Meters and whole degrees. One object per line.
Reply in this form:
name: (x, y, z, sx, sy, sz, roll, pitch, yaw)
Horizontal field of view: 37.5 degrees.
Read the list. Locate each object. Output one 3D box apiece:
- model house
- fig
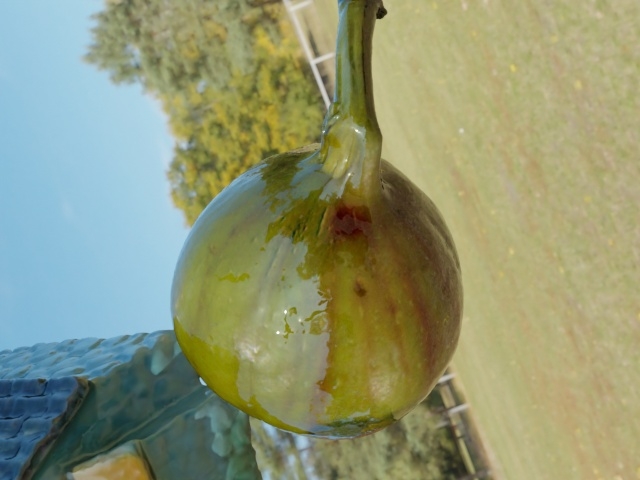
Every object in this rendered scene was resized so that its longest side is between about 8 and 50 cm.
model house: (-0.191, 0.198, 0.583, 0.241, 0.261, 0.225, -22, -82, -51)
fig: (0.011, 0.011, 0.453, 0.142, 0.148, 0.186, 35, 147, 4)
